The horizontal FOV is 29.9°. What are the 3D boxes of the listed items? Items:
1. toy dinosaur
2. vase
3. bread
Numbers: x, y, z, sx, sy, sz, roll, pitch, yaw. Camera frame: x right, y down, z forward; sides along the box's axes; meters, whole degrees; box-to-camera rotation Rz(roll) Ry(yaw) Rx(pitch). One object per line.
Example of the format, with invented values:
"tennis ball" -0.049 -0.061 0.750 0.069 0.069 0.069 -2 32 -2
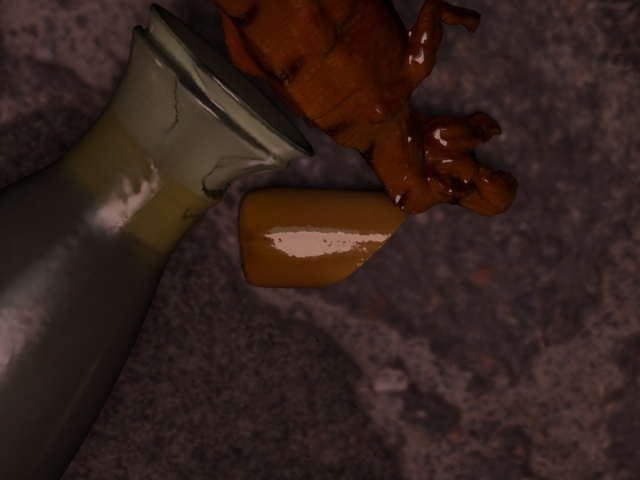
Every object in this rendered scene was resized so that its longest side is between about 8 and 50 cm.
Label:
"toy dinosaur" -0.022 -0.148 0.586 0.097 0.208 0.432 -9 156 39
"vase" -0.153 0.027 0.662 0.173 0.173 0.321 42 95 -14
"bread" 0.001 0.001 0.708 0.103 0.049 0.062 2 108 -1
